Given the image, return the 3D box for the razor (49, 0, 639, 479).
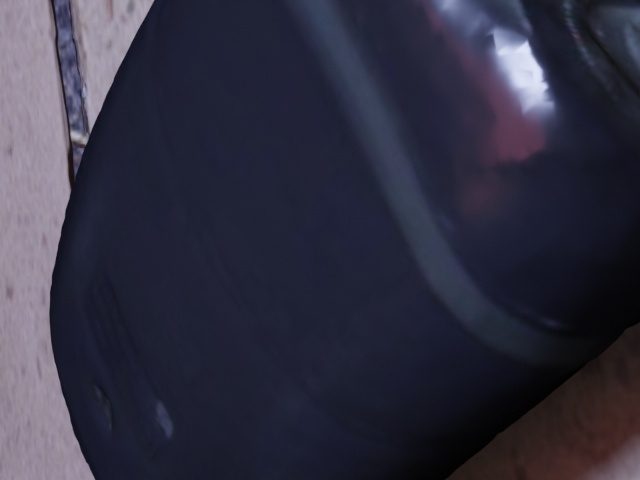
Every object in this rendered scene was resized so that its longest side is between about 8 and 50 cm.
[{"bbox_3d":[-0.001,0.000,0.651,0.349,0.113,0.204,-53,55,47],"label":"razor"}]
